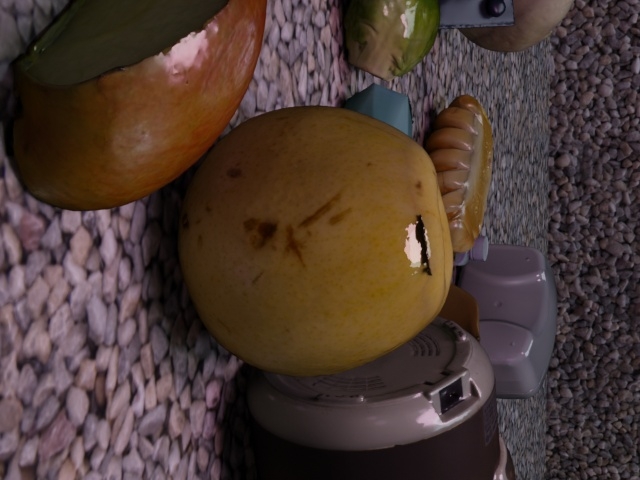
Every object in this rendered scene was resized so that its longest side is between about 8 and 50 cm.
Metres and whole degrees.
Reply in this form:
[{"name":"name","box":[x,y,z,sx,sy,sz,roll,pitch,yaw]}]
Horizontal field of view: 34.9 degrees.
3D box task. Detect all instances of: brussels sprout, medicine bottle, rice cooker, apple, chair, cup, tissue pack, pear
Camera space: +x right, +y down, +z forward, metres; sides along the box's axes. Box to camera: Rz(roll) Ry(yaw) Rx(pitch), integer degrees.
[{"name":"brussels sprout","box":[0.110,-0.333,1.532,0.161,0.143,0.181,-84,-165,-70]},{"name":"medicine bottle","box":[0.277,0.013,2.057,0.055,0.118,0.074,-11,106,-69]},{"name":"rice cooker","box":[0.078,0.281,1.301,0.335,0.335,0.325,-44,131,-60]},{"name":"apple","box":[-0.145,-0.174,0.921,0.179,0.254,0.346,37,47,-16]},{"name":"chair","box":[0.139,0.179,1.561,0.247,0.158,0.172,-61,162,6]},{"name":"cup","box":[0.073,-0.121,1.485,0.134,0.148,0.236,77,22,-44]},{"name":"tissue pack","box":[0.413,0.194,2.289,0.236,0.229,0.333,64,36,-49]},{"name":"pear","box":[0.000,0.000,1.106,0.309,0.309,0.309,4,90,-69]}]

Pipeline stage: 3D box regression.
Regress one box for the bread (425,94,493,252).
[{"name":"bread","box":[0.260,-0.127,1.984,0.173,0.121,0.311,55,43,-54]}]

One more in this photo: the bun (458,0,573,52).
[{"name":"bun","box":[0.377,-0.522,1.888,0.213,0.361,0.361,-3,98,-27]}]

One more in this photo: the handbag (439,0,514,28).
[{"name":"handbag","box":[0.242,-0.515,1.676,0.118,0.269,0.326,-145,-129,-62]}]
